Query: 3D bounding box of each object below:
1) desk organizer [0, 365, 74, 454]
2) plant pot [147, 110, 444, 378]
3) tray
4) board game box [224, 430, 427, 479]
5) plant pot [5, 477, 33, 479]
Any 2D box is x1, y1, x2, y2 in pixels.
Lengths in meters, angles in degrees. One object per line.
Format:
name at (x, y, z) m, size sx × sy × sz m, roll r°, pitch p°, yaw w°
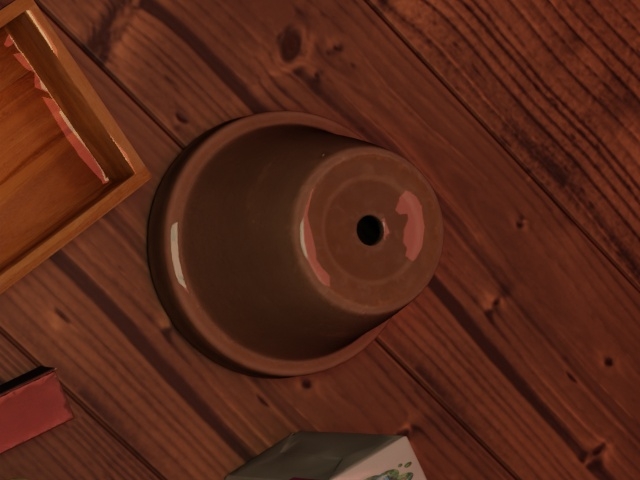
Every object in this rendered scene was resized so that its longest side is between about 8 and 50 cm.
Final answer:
desk organizer at (-0.292, 0.163, 1.616) m, size 0.130 × 0.047 × 0.050 m, roll -25°, pitch 99°, yaw -24°
plant pot at (0.000, 0.000, 1.661) m, size 0.263 × 0.229 × 0.263 m, roll 1°, pitch 87°, yaw -25°
tray at (-0.364, -0.019, 1.561) m, size 0.411 × 0.076 × 0.203 m, roll -40°, pitch 104°, yaw -28°
board game box at (0.055, 0.331, 1.666) m, size 0.097 × 0.224 × 0.303 m, roll -30°, pitch 98°, yaw -24°
plant pot at (-0.208, 0.379, 1.542) m, size 0.254 × 0.276 × 0.276 m, roll 32°, pitch 74°, yaw -31°
